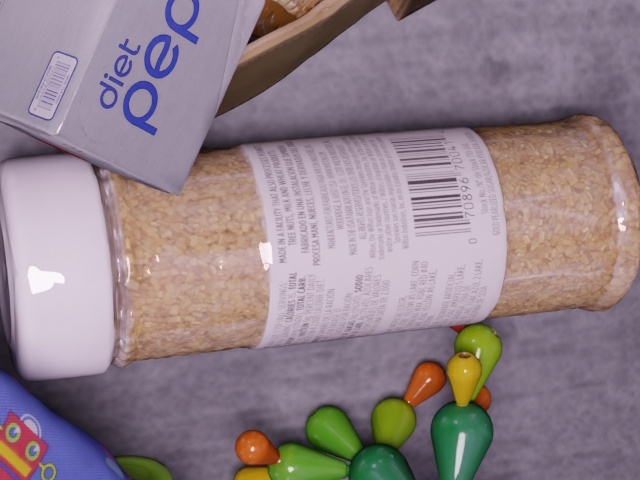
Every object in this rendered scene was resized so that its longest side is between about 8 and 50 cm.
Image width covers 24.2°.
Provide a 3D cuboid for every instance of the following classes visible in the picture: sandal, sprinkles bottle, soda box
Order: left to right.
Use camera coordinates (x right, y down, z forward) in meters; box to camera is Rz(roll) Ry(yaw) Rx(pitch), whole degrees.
[{"bbox_3d":[-0.068,-0.175,0.725,0.098,0.091,0.286,28,85,-54],"label":"soda box"},{"bbox_3d":[-0.019,-0.140,0.826,0.240,0.088,0.079,-28,84,-14],"label":"sandal"},{"bbox_3d":[0.000,0.000,0.842,0.355,0.121,0.121,-6,111,-16],"label":"sprinkles bottle"}]

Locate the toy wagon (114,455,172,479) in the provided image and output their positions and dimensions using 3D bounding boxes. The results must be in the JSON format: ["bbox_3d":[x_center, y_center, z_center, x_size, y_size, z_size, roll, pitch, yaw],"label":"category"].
[{"bbox_3d":[-0.139,0.266,0.922,0.344,0.068,0.267,-3,110,-17],"label":"toy wagon"}]

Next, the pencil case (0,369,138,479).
[{"bbox_3d":[-0.192,0.101,0.729,0.119,0.133,0.306,-56,130,-21],"label":"pencil case"}]

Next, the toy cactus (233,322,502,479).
[{"bbox_3d":[0.049,0.145,0.878,0.219,0.180,0.112,-42,140,-8],"label":"toy cactus"}]
